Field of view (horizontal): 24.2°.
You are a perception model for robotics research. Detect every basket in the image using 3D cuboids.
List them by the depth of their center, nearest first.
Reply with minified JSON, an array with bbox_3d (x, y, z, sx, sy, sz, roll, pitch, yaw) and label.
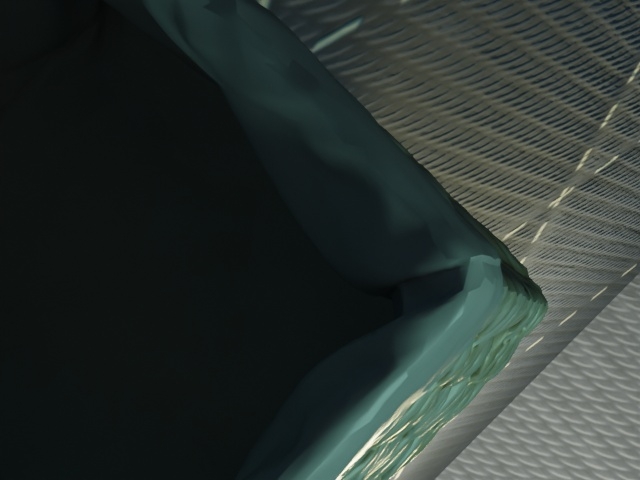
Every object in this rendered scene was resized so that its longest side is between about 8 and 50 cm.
[{"bbox_3d":[-0.123,0.019,0.637,0.331,0.328,0.266,-47,166,9],"label":"basket"}]
